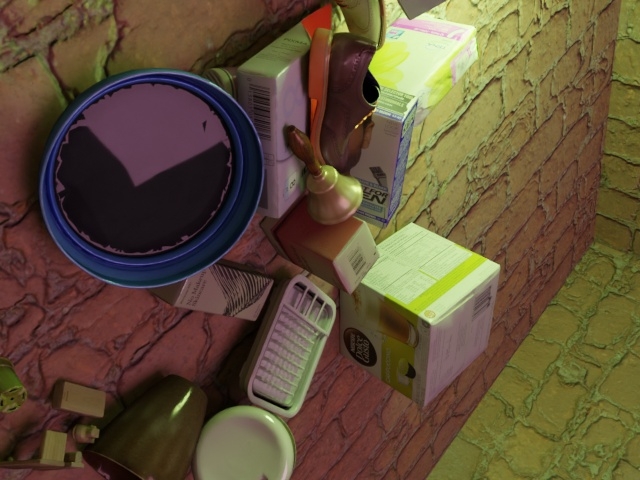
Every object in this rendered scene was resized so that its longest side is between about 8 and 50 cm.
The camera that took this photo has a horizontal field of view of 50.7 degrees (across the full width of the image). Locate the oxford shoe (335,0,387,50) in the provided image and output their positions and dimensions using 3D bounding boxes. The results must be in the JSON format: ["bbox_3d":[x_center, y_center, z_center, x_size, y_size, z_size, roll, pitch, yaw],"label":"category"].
[{"bbox_3d":[0.039,-0.532,1.399,0.130,0.123,0.348,-43,131,-23],"label":"oxford shoe"}]

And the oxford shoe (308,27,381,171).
[{"bbox_3d":[0.050,-0.253,1.343,0.364,0.132,0.130,86,11,-59],"label":"oxford shoe"}]

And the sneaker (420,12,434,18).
[{"bbox_3d":[0.268,-0.569,1.746,0.083,0.031,0.037,-14,122,-48],"label":"sneaker"}]

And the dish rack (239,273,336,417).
[{"bbox_3d":[-0.089,0.268,1.731,0.285,0.072,0.333,46,61,-55],"label":"dish rack"}]

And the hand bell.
[{"bbox_3d":[-0.011,-0.144,1.320,0.126,0.126,0.242,-55,147,-13],"label":"hand bell"}]

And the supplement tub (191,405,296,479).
[{"bbox_3d":[-0.173,0.513,1.608,0.228,0.228,0.316,-55,172,-13],"label":"supplement tub"}]

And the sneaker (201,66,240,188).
[{"bbox_3d":[-0.160,-0.202,1.352,0.161,0.102,0.282,-20,126,-50],"label":"sneaker"}]

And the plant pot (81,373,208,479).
[{"bbox_3d":[-0.345,0.410,1.435,0.230,0.215,0.215,-58,148,-35],"label":"plant pot"}]

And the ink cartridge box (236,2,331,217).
[{"bbox_3d":[-0.033,-0.275,1.391,0.385,0.091,0.308,-51,151,-44],"label":"ink cartridge box"}]

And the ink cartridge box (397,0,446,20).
[{"bbox_3d":[0.211,-0.626,1.354,0.211,0.289,0.121,-24,152,19],"label":"ink cartridge box"}]

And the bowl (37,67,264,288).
[{"bbox_3d":[-0.287,-0.106,1.172,0.390,0.077,0.391,-15,122,-26],"label":"bowl"}]

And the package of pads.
[{"bbox_3d":[0.213,-0.408,1.600,0.296,0.229,0.101,-48,143,-22],"label":"package of pads"}]

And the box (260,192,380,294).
[{"bbox_3d":[0.000,0.000,1.576,0.127,0.232,0.149,-51,144,-17],"label":"box"}]

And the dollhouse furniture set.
[{"bbox_3d":[-0.518,0.362,1.302,0.144,0.123,0.151,41,43,-55],"label":"dollhouse furniture set"}]

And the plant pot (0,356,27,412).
[{"bbox_3d":[-0.543,0.253,1.151,0.083,0.079,0.083,-32,136,-38],"label":"plant pot"}]

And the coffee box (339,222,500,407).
[{"bbox_3d":[0.282,0.209,1.999,0.338,0.334,0.338,-32,136,-36],"label":"coffee box"}]

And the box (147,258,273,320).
[{"bbox_3d":[-0.229,0.095,1.454,0.275,0.094,0.113,19,96,-56],"label":"box"}]

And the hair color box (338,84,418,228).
[{"bbox_3d":[0.102,-0.197,1.557,0.110,0.185,0.339,-56,160,-38],"label":"hair color box"}]
